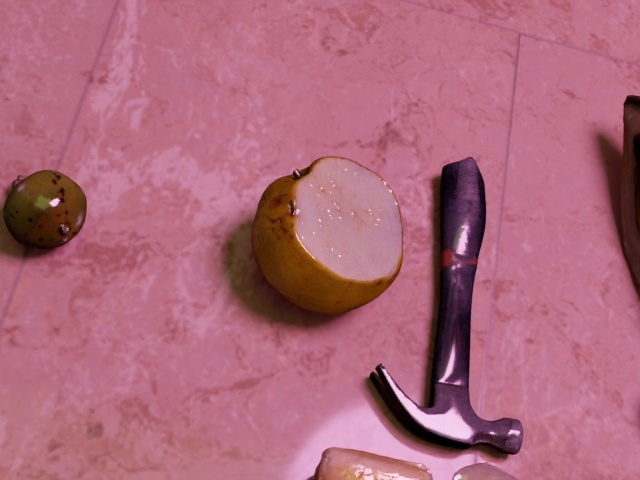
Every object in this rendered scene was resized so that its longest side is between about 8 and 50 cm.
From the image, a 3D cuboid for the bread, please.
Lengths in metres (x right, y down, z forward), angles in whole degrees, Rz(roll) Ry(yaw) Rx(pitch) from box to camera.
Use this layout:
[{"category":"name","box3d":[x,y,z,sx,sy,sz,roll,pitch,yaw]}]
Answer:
[{"category":"bread","box3d":[0.034,0.232,0.787,0.106,0.082,0.125,13,72,6]}]

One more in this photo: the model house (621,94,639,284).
[{"category":"model house","box3d":[0.438,-0.013,0.965,0.239,0.173,0.268,2,89,-24]}]

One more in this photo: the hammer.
[{"category":"hammer","box3d":[0.122,0.050,0.919,0.137,0.037,0.290,11,63,-9]}]

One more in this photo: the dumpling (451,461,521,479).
[{"category":"dumpling","box3d":[0.169,0.291,0.774,0.216,0.126,0.166,45,90,-4]}]

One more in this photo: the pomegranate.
[{"category":"pomegranate","box3d":[-0.250,-0.026,0.864,0.084,0.073,0.073,0,57,29]}]

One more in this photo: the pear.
[{"category":"pear","box3d":[0.000,0.000,0.883,0.141,0.104,0.141,14,64,-32]}]
